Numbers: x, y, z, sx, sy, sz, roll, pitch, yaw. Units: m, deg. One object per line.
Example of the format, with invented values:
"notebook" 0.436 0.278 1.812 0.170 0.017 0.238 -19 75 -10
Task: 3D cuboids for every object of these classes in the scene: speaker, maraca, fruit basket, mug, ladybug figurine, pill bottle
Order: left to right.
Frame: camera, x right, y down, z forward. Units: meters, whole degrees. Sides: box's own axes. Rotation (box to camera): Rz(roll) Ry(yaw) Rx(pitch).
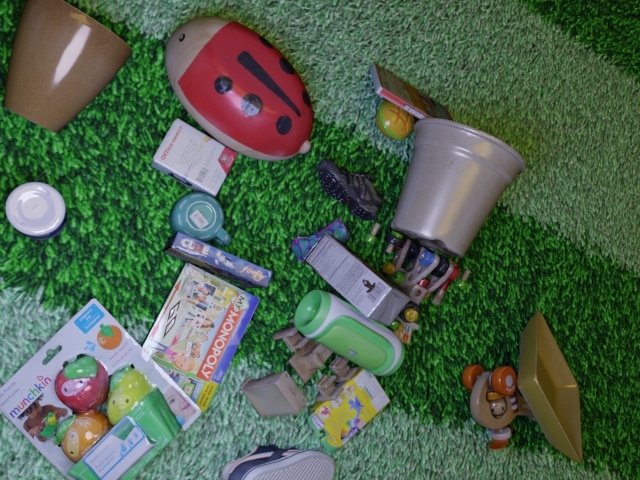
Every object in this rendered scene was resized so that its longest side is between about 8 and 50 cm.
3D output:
"pill bottle" -0.612 -0.058 1.232 0.112 0.186 0.112 2 85 -22
"fruit basket" -0.494 0.364 1.235 0.327 0.165 0.353 -43 95 0
"mug" -0.293 -0.054 1.412 0.157 0.097 0.130 4 83 -22
"ladybug figurine" -0.184 -0.393 1.439 0.449 0.162 0.305 39 64 -13
"speaker" 0.079 0.239 1.439 0.296 0.131 0.131 34 73 -27
"maraca" 0.231 -0.355 1.661 0.185 0.099 0.127 -17 91 -48

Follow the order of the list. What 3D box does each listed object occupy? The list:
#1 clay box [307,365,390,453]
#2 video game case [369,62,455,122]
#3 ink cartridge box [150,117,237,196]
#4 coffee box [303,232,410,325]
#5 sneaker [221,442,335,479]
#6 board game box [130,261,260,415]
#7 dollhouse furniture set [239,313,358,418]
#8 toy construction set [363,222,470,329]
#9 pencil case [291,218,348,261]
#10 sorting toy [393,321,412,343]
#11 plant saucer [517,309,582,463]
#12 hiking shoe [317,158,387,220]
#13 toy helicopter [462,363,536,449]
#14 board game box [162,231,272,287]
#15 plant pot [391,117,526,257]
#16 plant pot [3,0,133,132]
"clay box" 0.070 0.456 1.540 0.222 0.053 0.127 -36 99 -20
"video game case" 0.274 -0.405 1.646 0.285 0.204 0.025 25 121 -18
"ink cartridge box" -0.319 -0.205 1.428 0.175 0.072 0.127 30 75 -17
"coffee box" 0.093 0.099 1.458 0.098 0.246 0.141 -52 147 4
"sneaker" -0.102 0.580 1.431 0.321 0.127 0.126 18 84 -45
"board game box" -0.314 0.242 1.406 0.213 0.046 0.317 29 75 -17
"dollhouse furniture set" -0.065 0.335 1.475 0.212 0.161 0.242 56 47 -9
"toy construction set" 0.267 0.137 1.595 0.308 0.257 0.237 23 95 -42
"pencil case" 0.000 0.000 1.546 0.151 0.064 0.070 -25 109 -23
"sorting toy" 0.239 0.281 1.647 0.062 0.012 0.083 17 79 -21
"plant saucer" 0.683 0.436 1.703 0.333 0.081 0.333 59 32 -16
"hiking shoe" 0.088 -0.160 1.599 0.227 0.086 0.114 43 58 -19
"toy helicopter" 0.581 0.514 1.710 0.355 0.140 0.235 19 72 -33
"board game box" -0.254 0.053 1.383 0.243 0.165 0.042 25 76 -19
"plant pot" 0.356 -0.130 1.594 0.333 0.334 0.306 26 88 -18
"plant pot" -0.591 -0.381 1.266 0.237 0.237 0.254 29 88 -18
